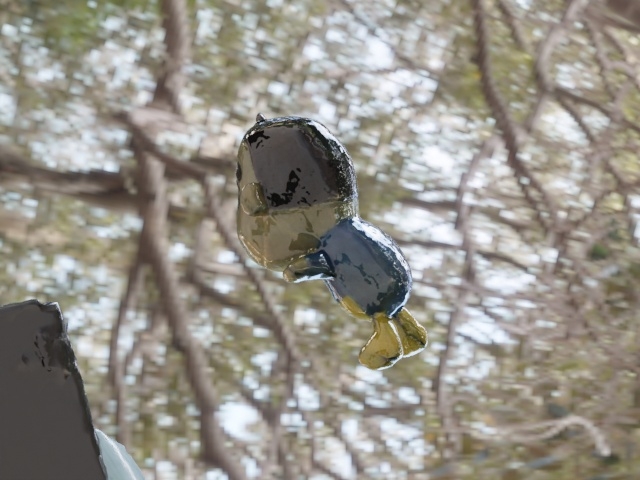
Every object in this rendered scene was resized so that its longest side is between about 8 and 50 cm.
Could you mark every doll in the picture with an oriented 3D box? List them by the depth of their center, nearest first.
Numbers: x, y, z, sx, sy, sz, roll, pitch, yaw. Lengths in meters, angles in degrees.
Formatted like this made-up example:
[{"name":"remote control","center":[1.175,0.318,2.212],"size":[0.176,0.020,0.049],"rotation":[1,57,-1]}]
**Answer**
[{"name":"doll","center":[0.000,0.000,1.128],"size":[0.089,0.102,0.179],"rotation":[-28,-95,24]}]

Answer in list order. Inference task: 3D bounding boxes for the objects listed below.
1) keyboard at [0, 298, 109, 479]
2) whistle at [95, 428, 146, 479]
[{"name":"keyboard","center":[-0.067,0.132,0.439],"size":[0.023,0.072,0.231],"rotation":[158,-84,-75]},{"name":"whistle","center":[-0.036,0.197,0.679],"size":[0.062,0.062,0.312],"rotation":[-32,-92,27]}]
